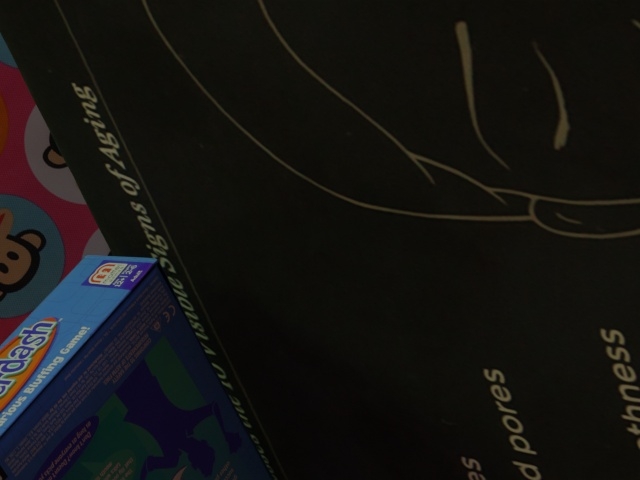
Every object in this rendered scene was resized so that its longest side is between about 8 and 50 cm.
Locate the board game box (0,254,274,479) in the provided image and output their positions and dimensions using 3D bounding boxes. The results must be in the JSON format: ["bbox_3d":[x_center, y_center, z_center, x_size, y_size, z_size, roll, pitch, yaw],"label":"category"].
[{"bbox_3d":[-0.083,0.137,0.663,0.047,0.210,0.160,2,39,39],"label":"board game box"}]

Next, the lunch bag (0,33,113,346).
[{"bbox_3d":[-0.170,0.026,0.858,0.293,0.258,0.120,-52,24,-1],"label":"lunch bag"}]

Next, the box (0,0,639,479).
[{"bbox_3d":[0.142,-0.089,0.588,0.471,0.480,0.297,7,41,41],"label":"box"}]
